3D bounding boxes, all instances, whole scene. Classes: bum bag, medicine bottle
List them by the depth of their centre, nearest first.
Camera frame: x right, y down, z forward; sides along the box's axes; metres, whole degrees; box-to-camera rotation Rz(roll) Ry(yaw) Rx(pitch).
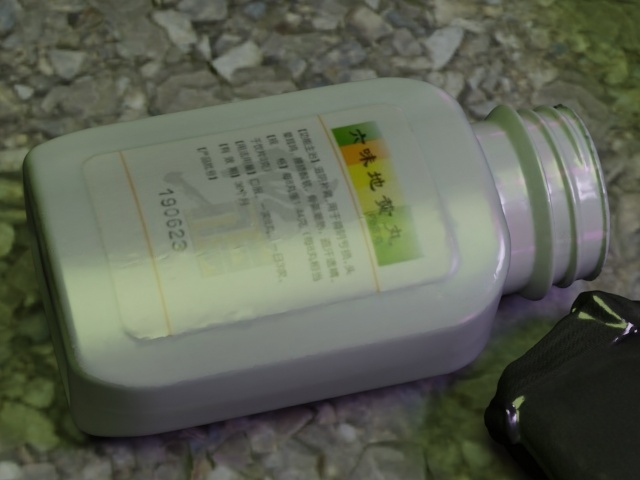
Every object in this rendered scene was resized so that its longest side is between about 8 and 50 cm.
[{"bbox_3d":[0.197,0.168,1.046,0.142,0.080,0.326,-13,57,-21],"label":"bum bag"},{"bbox_3d":[0.000,0.000,1.103,0.324,0.124,0.179,-12,58,-11],"label":"medicine bottle"}]
